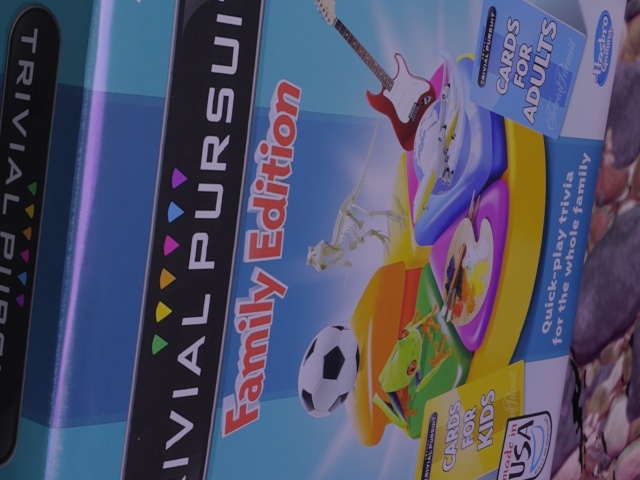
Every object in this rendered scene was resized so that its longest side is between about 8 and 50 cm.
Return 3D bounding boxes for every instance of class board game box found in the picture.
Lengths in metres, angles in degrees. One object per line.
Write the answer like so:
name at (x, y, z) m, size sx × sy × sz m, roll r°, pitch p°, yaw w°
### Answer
board game box at (0.000, 0.000, 0.586) m, size 0.336 × 0.079 × 0.254 m, roll -1°, pitch 101°, yaw -51°
